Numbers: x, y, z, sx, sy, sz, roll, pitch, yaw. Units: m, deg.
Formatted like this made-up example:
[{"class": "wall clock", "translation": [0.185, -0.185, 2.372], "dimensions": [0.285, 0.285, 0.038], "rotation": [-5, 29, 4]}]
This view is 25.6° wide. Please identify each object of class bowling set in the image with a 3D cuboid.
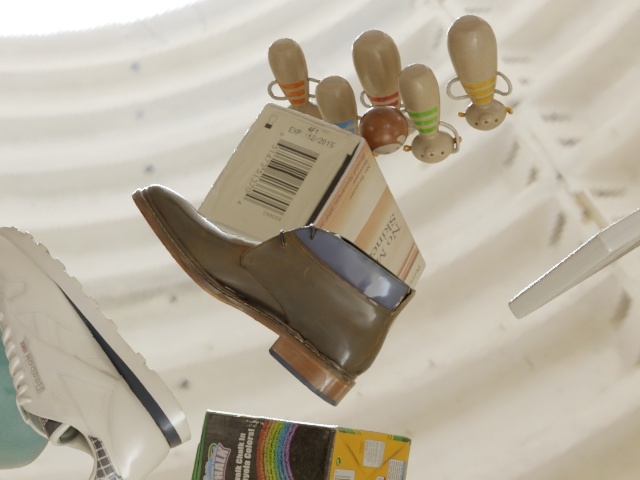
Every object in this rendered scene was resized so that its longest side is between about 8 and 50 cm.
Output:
[{"class": "bowling set", "translation": [0.067, -0.131, 1.592], "dimensions": [0.287, 0.154, 0.199], "rotation": [-3, -138, 16]}]

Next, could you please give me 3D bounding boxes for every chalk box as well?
[{"class": "chalk box", "translation": [-0.053, 0.329, 1.885], "dimensions": [0.289, 0.179, 0.180], "rotation": [2, -100, 39]}]

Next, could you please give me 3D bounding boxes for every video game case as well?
[{"class": "video game case", "translation": [0.263, -0.005, 1.204], "dimensions": [0.173, 0.022, 0.190], "rotation": [-28, 170, -23]}]

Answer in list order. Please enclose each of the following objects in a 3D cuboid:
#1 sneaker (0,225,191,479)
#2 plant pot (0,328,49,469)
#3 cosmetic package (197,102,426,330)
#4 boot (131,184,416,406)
[{"class": "sneaker", "translation": [-0.200, 0.086, 1.058], "dimensions": [0.095, 0.090, 0.235], "rotation": [-39, -112, -13]}, {"class": "plant pot", "translation": [-0.528, 0.189, 1.985], "dimensions": [0.290, 0.195, 0.290], "rotation": [1, -89, 46]}, {"class": "cosmetic package", "translation": [0.000, 0.000, 1.526], "dimensions": [0.129, 0.296, 0.153], "rotation": [23, -106, 26]}, {"class": "boot", "translation": [-0.034, 0.011, 1.048], "dimensions": [0.106, 0.219, 0.082], "rotation": [-47, 178, 3]}]
